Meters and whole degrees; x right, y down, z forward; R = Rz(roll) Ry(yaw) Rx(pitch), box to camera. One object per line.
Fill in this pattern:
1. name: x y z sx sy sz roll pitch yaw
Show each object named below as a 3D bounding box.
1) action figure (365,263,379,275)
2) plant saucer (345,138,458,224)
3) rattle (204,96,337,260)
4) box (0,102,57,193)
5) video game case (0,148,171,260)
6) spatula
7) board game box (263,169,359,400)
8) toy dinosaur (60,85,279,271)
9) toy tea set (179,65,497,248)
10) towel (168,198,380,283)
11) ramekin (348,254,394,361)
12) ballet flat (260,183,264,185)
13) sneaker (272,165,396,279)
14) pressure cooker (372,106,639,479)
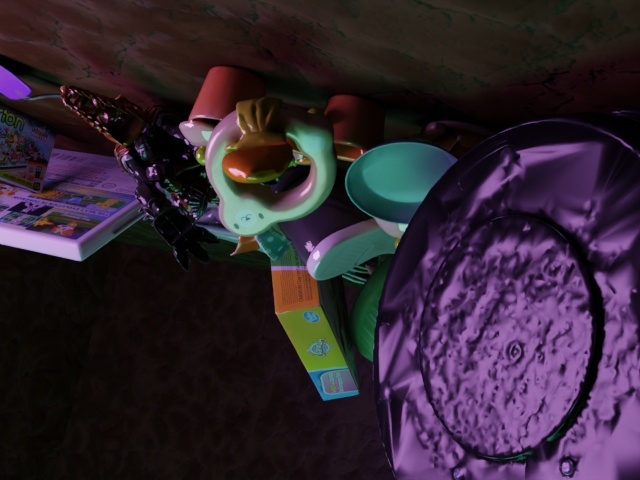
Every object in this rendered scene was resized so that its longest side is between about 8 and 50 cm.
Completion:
1. action figure: 0.248 0.123 1.432 0.370 0.248 0.276 14 173 -29
2. plant saucer: 0.084 -0.060 0.713 0.119 0.021 0.119 5 143 4
3. rattle: -0.054 -0.020 0.689 0.130 0.199 0.142 8 -142 -23
4. box: -0.503 -0.153 1.142 0.036 0.114 0.207 10 173 23
5. video game case: -0.439 -0.073 1.256 0.329 0.036 0.300 10 -149 22
6. spatula: -0.323 -0.177 0.958 0.297 0.030 0.084 19 169 -38
7. board game box: -0.010 0.080 1.166 0.064 0.242 0.316 -12 144 6
8. toy dinosaur: -0.189 -0.092 0.913 0.322 0.164 0.218 2 -146 -47
9. toy tea set: 0.018 -0.073 0.787 0.336 0.124 0.200 13 173 -2
10. towel: -0.091 -0.006 1.538 0.375 0.090 0.321 16 174 35
11. ramekin: 0.213 0.132 1.217 0.303 0.303 0.148 20 -156 -45
12. ballet flat: -0.004 -0.034 1.285 0.247 0.087 0.083 18 173 -33
13. sneaker: 0.058 -0.054 0.972 0.296 0.104 0.147 -18 -123 -42
14. pressure cooker: 0.302 0.107 0.650 0.421 0.369 0.375 14 145 -27
